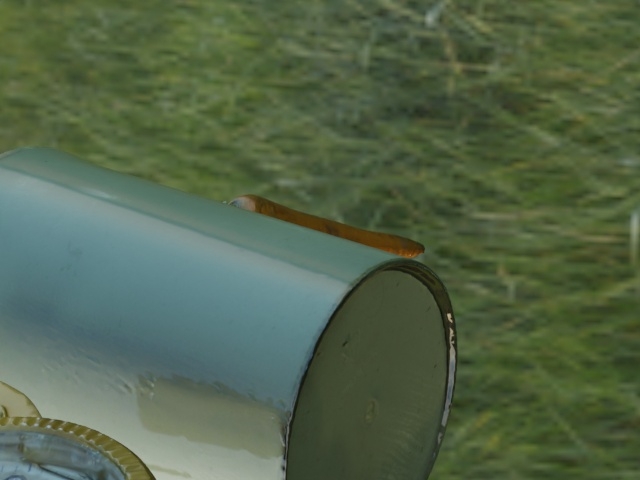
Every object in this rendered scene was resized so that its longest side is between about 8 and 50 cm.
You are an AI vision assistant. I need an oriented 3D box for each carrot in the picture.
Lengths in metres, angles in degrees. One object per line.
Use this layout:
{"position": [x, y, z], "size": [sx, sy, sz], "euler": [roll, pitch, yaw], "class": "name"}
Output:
{"position": [0.000, 0.000, 1.788], "size": [0.061, 0.257, 0.061], "euler": [-25, 59, 51], "class": "carrot"}

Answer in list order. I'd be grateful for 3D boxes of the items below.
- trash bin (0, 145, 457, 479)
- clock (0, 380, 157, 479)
{"position": [-0.134, 0.087, 1.422], "size": [0.432, 0.280, 0.280], "euler": [13, 103, 31], "class": "trash bin"}
{"position": [-0.221, 0.209, 1.057], "size": [0.317, 0.244, 0.200], "euler": [19, 133, 40], "class": "clock"}
